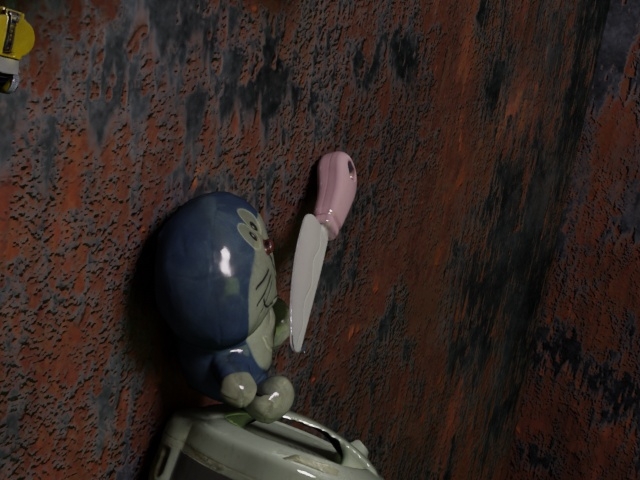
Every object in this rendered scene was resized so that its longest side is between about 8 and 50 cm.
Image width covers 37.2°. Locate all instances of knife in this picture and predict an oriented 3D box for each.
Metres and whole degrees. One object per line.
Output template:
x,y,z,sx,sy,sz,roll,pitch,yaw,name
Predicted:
-0.001,-0.003,1.188,0.336,0.043,0.081,-76,149,-48,knife

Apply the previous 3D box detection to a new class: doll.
-0.104,0.067,1.082,0.228,0.154,0.258,-88,179,-52,doll

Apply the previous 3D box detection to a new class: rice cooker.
-0.077,0.341,1.152,0.288,0.288,0.277,26,82,-59,rice cooker

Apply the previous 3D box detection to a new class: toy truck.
-0.273,-0.148,0.722,0.052,0.123,0.063,4,96,-59,toy truck
